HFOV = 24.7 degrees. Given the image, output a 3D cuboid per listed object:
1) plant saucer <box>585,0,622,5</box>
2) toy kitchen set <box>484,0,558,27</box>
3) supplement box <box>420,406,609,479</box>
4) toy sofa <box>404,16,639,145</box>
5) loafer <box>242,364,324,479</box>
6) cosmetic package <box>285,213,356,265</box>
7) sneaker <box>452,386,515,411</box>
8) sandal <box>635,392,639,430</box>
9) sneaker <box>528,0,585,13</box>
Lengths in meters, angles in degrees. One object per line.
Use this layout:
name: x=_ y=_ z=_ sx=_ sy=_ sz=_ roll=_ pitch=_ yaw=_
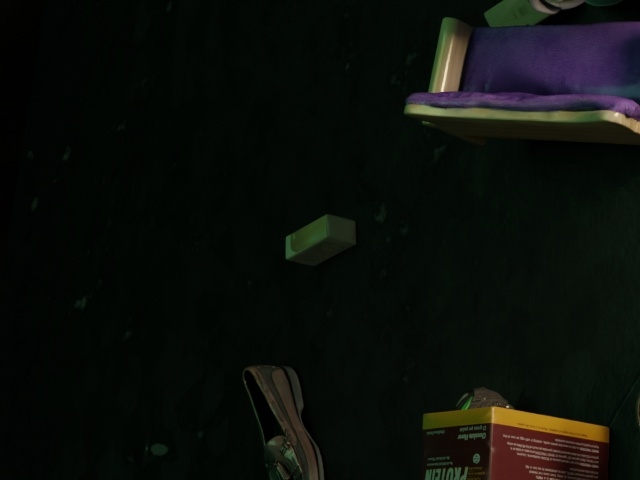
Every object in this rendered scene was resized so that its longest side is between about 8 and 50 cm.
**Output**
plant saucer: x=0.398 y=-0.391 z=1.884 sx=0.195 sy=0.037 sz=0.195 roll=-26 pitch=57 yaw=49
toy kitchen set: x=0.286 y=-0.406 z=2.034 sx=0.122 sy=0.166 sz=0.207 roll=-28 pitch=91 yaw=43
supplement box: x=0.228 y=0.309 z=1.730 sx=0.129 sy=0.191 sz=0.194 roll=-16 pitch=66 yaw=53
toy sofa: x=0.287 y=-0.200 z=1.790 sx=0.363 sy=0.177 sz=0.150 roll=7 pitch=83 yaw=45
loafer: x=-0.066 y=0.310 z=2.267 sx=0.096 sy=0.084 sz=0.267 roll=-49 pitch=41 yaw=35
cosmetic package: x=0.000 y=0.000 z=2.310 sx=0.115 sy=0.060 sz=0.041 roll=-28 pitch=56 yaw=47
sneaker: x=0.159 y=0.351 z=1.870 sx=0.146 sy=0.134 sz=0.343 roll=20 pitch=95 yaw=58
sandal: x=0.392 y=0.188 z=1.572 sx=0.120 sy=0.086 sz=0.302 roll=-46 pitch=19 yaw=33
sneaker: x=0.298 y=-0.349 z=1.787 sx=0.126 sy=0.321 sz=0.127 roll=-32 pitch=90 yaw=27
